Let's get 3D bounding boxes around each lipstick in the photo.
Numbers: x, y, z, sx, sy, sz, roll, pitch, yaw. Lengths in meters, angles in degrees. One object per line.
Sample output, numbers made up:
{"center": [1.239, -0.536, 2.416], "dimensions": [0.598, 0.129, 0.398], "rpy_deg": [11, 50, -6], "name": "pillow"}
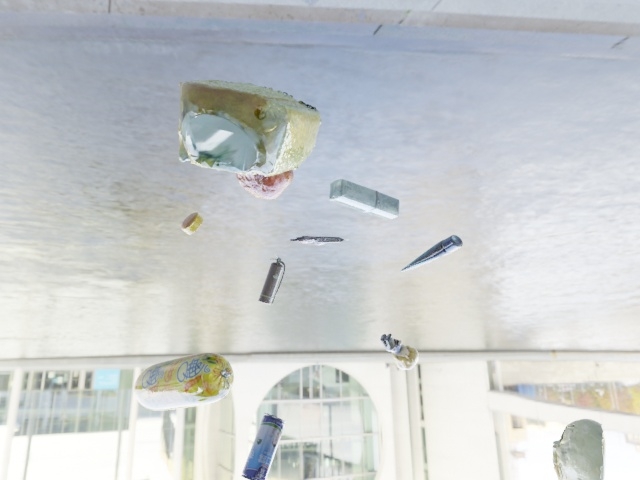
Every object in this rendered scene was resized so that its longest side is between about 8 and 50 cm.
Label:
{"center": [0.158, -0.143, 1.676], "dimensions": [0.289, 0.077, 0.077], "rpy_deg": [13, 165, -38], "name": "lipstick"}

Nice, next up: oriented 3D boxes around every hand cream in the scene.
{"center": [0.450, 0.063, 1.942], "dimensions": [0.120, 0.061, 0.270], "rpy_deg": [-6, 157, -48], "name": "hand cream"}

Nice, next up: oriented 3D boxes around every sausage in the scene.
{"center": [-0.344, 0.354, 1.187], "dimensions": [0.347, 0.123, 0.123], "rpy_deg": [-20, 156, 33], "name": "sausage"}

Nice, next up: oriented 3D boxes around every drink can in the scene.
{"center": [-0.212, 0.782, 1.790], "dimensions": [0.097, 0.235, 0.097], "rpy_deg": [18, 155, 9], "name": "drink can"}

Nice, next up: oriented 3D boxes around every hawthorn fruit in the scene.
{"center": [-0.222, -0.261, 1.671], "dimensions": [0.207, 0.208, 0.243], "rpy_deg": [-13, 155, 36], "name": "hawthorn fruit"}

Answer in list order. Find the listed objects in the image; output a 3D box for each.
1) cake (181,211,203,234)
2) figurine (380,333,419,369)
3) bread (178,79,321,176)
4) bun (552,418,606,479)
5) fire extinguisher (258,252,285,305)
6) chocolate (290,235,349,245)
{"center": [-0.462, -0.062, 1.706], "dimensions": [0.084, 0.084, 0.044], "rpy_deg": [-15, 129, 40], "name": "cake"}
{"center": [0.335, 0.468, 2.035], "dimensions": [0.196, 0.108, 0.114], "rpy_deg": [48, 139, -16], "name": "figurine"}
{"center": [-0.203, -0.297, 1.307], "dimensions": [0.394, 0.240, 0.264], "rpy_deg": [9, -156, -1], "name": "bread"}
{"center": [0.811, 0.700, 1.500], "dimensions": [0.146, 0.288, 0.287], "rpy_deg": [3, 168, 27], "name": "bun"}
{"center": [-0.151, 0.124, 1.502], "dimensions": [0.064, 0.158, 0.043], "rpy_deg": [23, 171, -23], "name": "fire extinguisher"}
{"center": [0.000, 0.000, 1.426], "dimensions": [0.182, 0.028, 0.086], "rpy_deg": [4, 177, -43], "name": "chocolate"}
